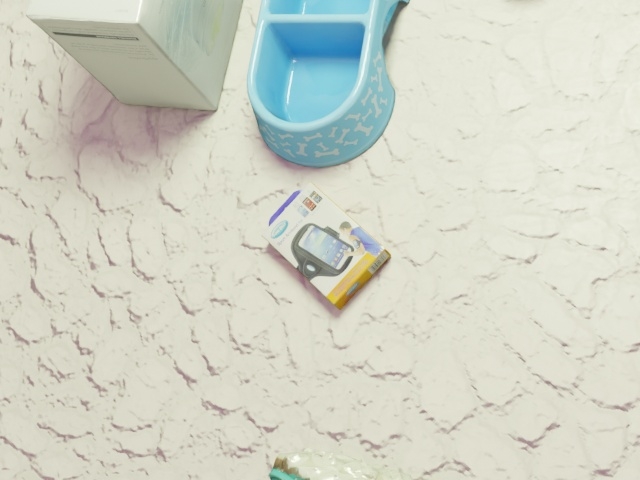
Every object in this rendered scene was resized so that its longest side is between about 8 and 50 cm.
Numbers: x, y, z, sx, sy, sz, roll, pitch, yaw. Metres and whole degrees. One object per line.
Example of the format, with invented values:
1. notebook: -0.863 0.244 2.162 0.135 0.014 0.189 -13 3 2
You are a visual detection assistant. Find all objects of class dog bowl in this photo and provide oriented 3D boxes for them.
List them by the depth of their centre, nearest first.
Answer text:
1. dog bowl: 0.005 -0.233 1.294 0.166 0.074 0.297 4 74 20

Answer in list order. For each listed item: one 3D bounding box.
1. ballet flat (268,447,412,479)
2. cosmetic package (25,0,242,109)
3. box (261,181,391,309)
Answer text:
1. ballet flat: 0.135 0.314 1.060 0.409 0.147 0.147 39 88 22
2. cosmetic package: -0.189 -0.294 1.296 0.138 0.224 0.224 7 75 18
3. box: 0.000 0.000 1.245 0.136 0.028 0.081 42 90 23
